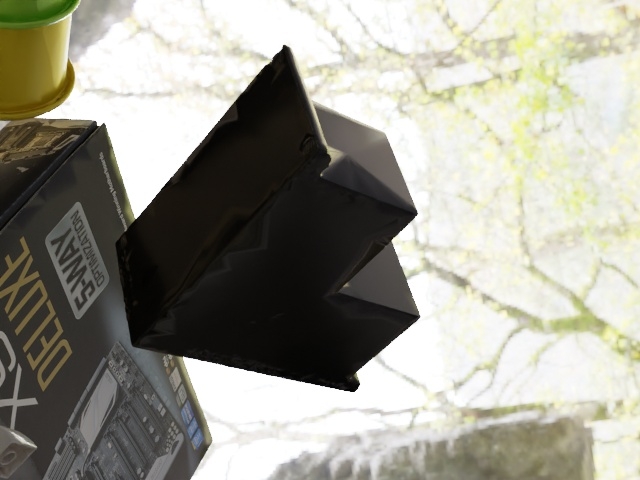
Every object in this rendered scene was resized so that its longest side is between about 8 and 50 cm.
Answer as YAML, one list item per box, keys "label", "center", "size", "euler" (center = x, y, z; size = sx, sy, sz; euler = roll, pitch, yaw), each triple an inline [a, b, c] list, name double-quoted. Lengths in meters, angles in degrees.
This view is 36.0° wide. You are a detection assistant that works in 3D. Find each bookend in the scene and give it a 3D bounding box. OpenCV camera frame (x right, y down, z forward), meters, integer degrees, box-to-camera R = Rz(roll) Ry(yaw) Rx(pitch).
- label: "bookend"
  center: [0.000, 0.000, 0.527]
  size: [0.156, 0.157, 0.072]
  euler: [18, -140, -37]

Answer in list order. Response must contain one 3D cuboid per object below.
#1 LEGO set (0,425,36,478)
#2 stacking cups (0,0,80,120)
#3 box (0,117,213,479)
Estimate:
- label: "LEGO set"
  center: [-0.242, 0.128, 0.403]
  size: [0.093, 0.227, 0.087]
  euler: [44, 178, 27]
- label: "stacking cups"
  center: [-0.155, -0.215, 0.502]
  size: [0.096, 0.096, 0.316]
  euler: [-83, 10, -50]
- label: "box"
  center: [-0.184, 0.112, 0.635]
  size: [0.242, 0.076, 0.308]
  euler: [-61, -32, -47]
